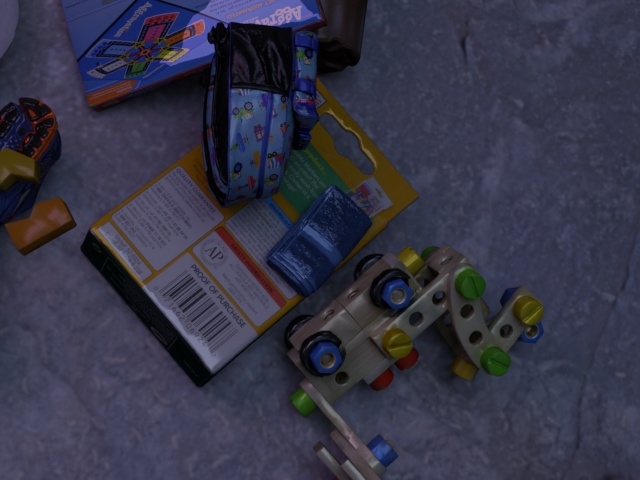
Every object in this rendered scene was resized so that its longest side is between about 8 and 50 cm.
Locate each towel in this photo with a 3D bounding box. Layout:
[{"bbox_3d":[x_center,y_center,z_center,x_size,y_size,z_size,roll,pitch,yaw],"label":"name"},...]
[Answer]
[{"bbox_3d":[0.000,0.000,1.441,0.067,0.029,0.119,43,65,-3],"label":"towel"}]

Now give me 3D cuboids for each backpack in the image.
[{"bbox_3d":[-0.065,-0.122,1.391,0.116,0.158,0.173,2,74,-9],"label":"backpack"}]

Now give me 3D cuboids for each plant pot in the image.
[{"bbox_3d":[-0.011,-0.290,1.558,0.167,0.167,0.165,6,78,-16],"label":"plant pot"}]

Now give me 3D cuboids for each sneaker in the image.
[{"bbox_3d":[-0.343,-0.042,1.410,0.083,0.087,0.221,37,81,21],"label":"sneaker"}]

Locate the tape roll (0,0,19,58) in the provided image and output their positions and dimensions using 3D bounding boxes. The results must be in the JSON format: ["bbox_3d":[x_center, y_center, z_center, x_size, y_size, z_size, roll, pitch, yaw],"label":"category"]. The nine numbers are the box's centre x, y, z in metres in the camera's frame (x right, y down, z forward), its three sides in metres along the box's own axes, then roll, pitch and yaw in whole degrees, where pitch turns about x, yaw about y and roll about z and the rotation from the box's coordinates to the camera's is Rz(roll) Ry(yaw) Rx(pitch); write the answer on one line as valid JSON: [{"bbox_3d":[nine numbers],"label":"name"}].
[{"bbox_3d":[-0.432,-0.254,1.414,0.219,0.072,0.219,13,68,-36],"label":"tape roll"}]

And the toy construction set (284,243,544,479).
[{"bbox_3d":[0.089,0.135,1.465,0.328,0.151,0.215,-47,116,-17],"label":"toy construction set"}]

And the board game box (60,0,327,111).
[{"bbox_3d":[-0.144,-0.258,1.493,0.281,0.027,0.145,-19,78,10],"label":"board game box"}]

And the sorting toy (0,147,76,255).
[{"bbox_3d":[-0.409,-0.005,1.313,0.307,0.041,0.229,-30,70,-3],"label":"sorting toy"}]

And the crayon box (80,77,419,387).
[{"bbox_3d":[-0.074,-0.019,1.485,0.323,0.083,0.203,-40,87,-24],"label":"crayon box"}]
